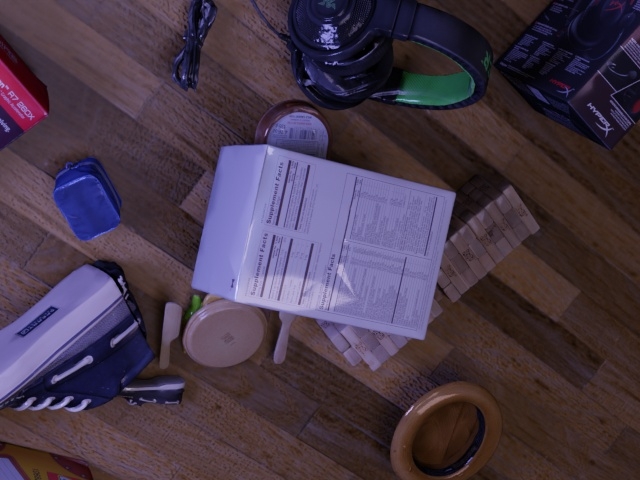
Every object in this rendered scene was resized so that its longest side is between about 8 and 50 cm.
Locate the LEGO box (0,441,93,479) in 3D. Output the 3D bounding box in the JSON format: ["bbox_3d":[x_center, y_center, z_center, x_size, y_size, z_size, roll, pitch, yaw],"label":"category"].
[{"bbox_3d":[-0.400,0.534,1.652,0.193,0.500,0.373,18,103,-25],"label":"LEGO box"}]

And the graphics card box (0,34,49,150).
[{"bbox_3d":[-0.534,-0.139,1.550,0.371,0.094,0.233,-35,122,4],"label":"graphics card box"}]

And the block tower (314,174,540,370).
[{"bbox_3d":[0.152,0.046,1.910,0.335,0.097,0.091,-40,118,-1],"label":"block tower"}]

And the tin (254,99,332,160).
[{"bbox_3d":[-0.042,-0.098,1.815,0.106,0.040,0.190,3,108,-17],"label":"tin"}]

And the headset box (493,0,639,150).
[{"bbox_3d":[0.413,-0.291,1.811,0.293,0.218,0.110,-48,119,1],"label":"headset box"}]

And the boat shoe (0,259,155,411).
[{"bbox_3d":[-0.364,0.185,1.718,0.340,0.127,0.158,-38,122,-21],"label":"boat shoe"}]

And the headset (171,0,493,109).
[{"bbox_3d":[0.018,-0.231,1.682,0.394,0.243,0.185,16,76,4],"label":"headset"}]

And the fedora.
[{"bbox_3d":[0.183,0.287,2.017,0.194,0.079,0.194,-8,118,-16],"label":"fedora"}]

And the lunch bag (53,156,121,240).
[{"bbox_3d":[-0.304,-0.059,1.714,0.067,0.065,0.098,-21,117,5],"label":"lunch bag"}]

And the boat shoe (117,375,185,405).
[{"bbox_3d":[-0.251,0.214,1.846,0.125,0.046,0.038,-1,105,-29],"label":"boat shoe"}]

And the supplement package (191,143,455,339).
[{"bbox_3d":[0.000,0.000,1.709,0.262,0.199,0.198,13,89,-21],"label":"supplement package"}]

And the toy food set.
[{"bbox_3d":[-0.134,0.123,1.859,0.192,0.038,0.132,1,124,-20],"label":"toy food set"}]
